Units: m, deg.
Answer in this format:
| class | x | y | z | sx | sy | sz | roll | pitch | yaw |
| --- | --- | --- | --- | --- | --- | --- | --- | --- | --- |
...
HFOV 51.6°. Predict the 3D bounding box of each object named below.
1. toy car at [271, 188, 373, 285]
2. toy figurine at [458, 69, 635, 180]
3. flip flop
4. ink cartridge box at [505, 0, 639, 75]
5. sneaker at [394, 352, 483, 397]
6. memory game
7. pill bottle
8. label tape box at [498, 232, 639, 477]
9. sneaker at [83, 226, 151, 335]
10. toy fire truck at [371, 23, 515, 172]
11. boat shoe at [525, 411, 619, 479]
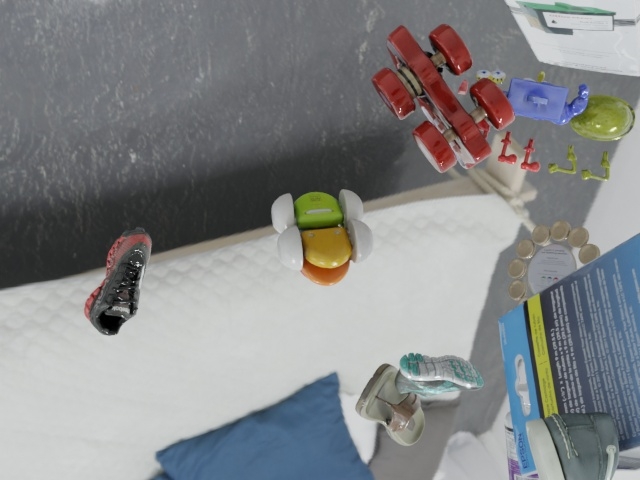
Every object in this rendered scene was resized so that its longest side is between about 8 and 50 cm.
| class | x | y | z | sx | sy | sz | roll | pitch | yaw |
| --- | --- | --- | --- | --- | --- | --- | --- | --- | --- |
| toy car | 0.000 | 0.000 | 1.157 | 0.159 | 0.182 | 0.136 | -6 | 137 | -9 |
| toy figurine | 0.438 | -0.236 | 1.301 | 0.217 | 0.363 | 0.191 | -14 | 119 | -78 |
| flip flop | 0.150 | 0.321 | 1.243 | 0.112 | 0.080 | 0.277 | -54 | 138 | -18 |
| ink cartridge box | 0.190 | -0.220 | 0.439 | 0.219 | 0.093 | 0.160 | 8 | 98 | -62 |
| sneaker | 0.202 | 0.242 | 1.154 | 0.166 | 0.065 | 0.076 | 12 | 126 | -16 |
| memory game | 0.394 | 0.055 | 1.126 | 0.012 | 0.186 | 0.186 | 15 | 124 | -33 |
| pill bottle | 0.383 | 0.355 | 1.168 | 0.108 | 0.193 | 0.108 | -4 | 177 | 0 |
| label tape box | 0.392 | 0.161 | 0.870 | 0.115 | 0.249 | 0.347 | 11 | 148 | -18 |
| sneaker | -0.457 | 0.105 | 1.534 | 0.098 | 0.135 | 0.276 | 18 | 109 | -37 |
| toy fire truck | 0.226 | -0.270 | 1.295 | 0.169 | 0.302 | 0.254 | -37 | -178 | 5 |
| boat shoe | 0.335 | 0.342 | 0.780 | 0.099 | 0.116 | 0.319 | -20 | 103 | 6 |
